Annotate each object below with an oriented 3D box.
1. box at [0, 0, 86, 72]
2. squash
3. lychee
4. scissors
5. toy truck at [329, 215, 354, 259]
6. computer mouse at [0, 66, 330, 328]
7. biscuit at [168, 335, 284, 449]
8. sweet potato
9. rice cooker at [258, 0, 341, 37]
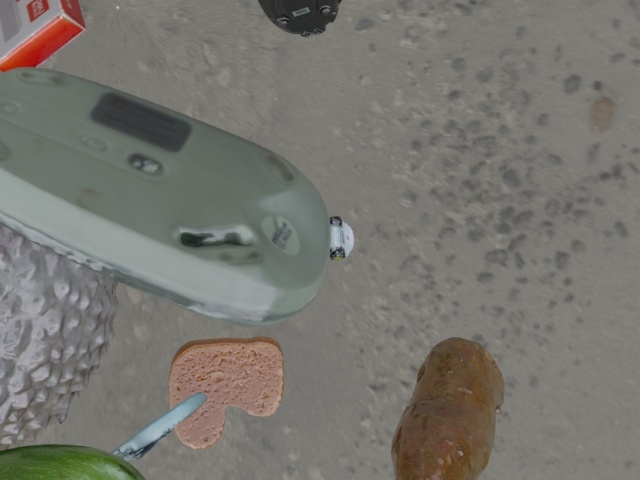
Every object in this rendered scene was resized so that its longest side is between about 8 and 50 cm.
[{"bbox_3d":[-0.374,-0.322,1.379,0.123,0.229,0.050,-31,147,18],"label":"box"},{"bbox_3d":[-0.263,0.220,0.793,0.395,0.107,0.107,-25,110,37],"label":"squash"},{"bbox_3d":[-0.467,0.097,1.475,0.380,0.380,0.432,23,65,-14],"label":"lychee"},{"bbox_3d":[-0.266,0.287,1.397,0.191,0.360,0.029,-36,89,18],"label":"scissors"},{"bbox_3d":[0.000,0.000,1.875,0.111,0.077,0.076,4,76,-36],"label":"toy truck"},{"bbox_3d":[-0.148,-0.033,0.890,0.330,0.197,0.095,24,127,0],"label":"computer mouse"},{"bbox_3d":[-0.151,0.247,1.770,0.192,0.036,0.186,-3,103,2],"label":"biscuit"},{"bbox_3d":[0.148,0.258,1.344,0.131,0.337,0.131,9,121,15],"label":"sweet potato"},{"bbox_3d":[-0.038,-0.414,1.735,0.142,0.203,0.118,-15,60,15],"label":"rice cooker"}]
